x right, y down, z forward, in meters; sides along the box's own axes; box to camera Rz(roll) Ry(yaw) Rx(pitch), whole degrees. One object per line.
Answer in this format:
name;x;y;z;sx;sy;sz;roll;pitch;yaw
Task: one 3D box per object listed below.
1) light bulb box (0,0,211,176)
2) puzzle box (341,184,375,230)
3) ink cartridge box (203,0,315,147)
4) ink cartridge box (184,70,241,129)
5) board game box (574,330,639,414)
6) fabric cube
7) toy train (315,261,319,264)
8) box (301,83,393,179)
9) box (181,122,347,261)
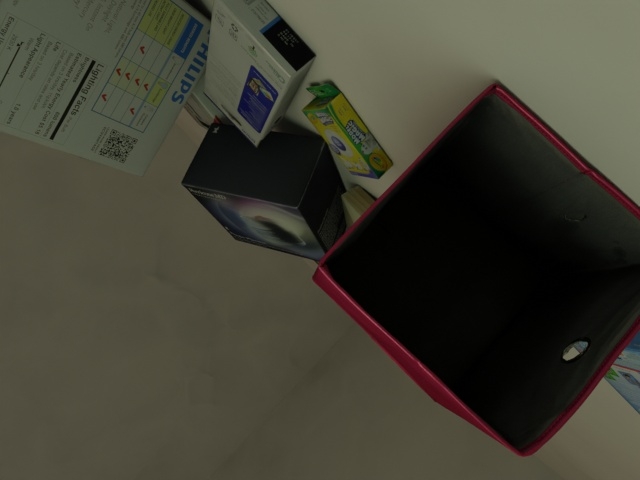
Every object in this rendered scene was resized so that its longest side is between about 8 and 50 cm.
light bulb box;-0.442;-0.359;0.882;0.225;0.358;0.361;41;-168;30
puzzle box;0.194;0.093;1.043;0.409;0.052;0.272;50;165;32
ink cartridge box;-0.125;-0.293;0.852;0.165;0.065;0.332;45;162;-7
ink cartridge box;-0.281;-0.371;1.207;0.273;0.114;0.197;36;169;47
board game box;0.462;0.201;0.659;0.211;0.039;0.160;46;172;-4
fabric cube;0.165;0.038;0.557;0.259;0.254;0.258;44;172;4
toy train;0.000;0.000;1.524;0.334;0.142;0.190;43;165;0
box;0.039;-0.186;0.814;0.179;0.043;0.105;50;170;-24
box;-0.112;-0.104;1.127;0.296;0.183;0.294;13;158;22
